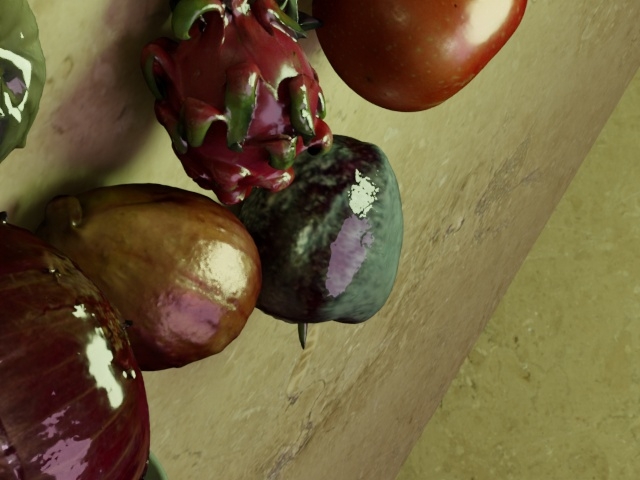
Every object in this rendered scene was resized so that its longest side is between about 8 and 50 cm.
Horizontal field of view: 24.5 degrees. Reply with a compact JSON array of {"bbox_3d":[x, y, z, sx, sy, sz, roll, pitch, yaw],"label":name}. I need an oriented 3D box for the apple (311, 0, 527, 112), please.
[{"bbox_3d":[0.116,-0.288,1.758,0.260,0.216,0.260,-44,-163,17],"label":"apple"}]

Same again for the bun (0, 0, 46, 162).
[{"bbox_3d":[-0.322,-0.133,1.146,0.273,0.168,0.273,-38,144,-34],"label":"bun"}]

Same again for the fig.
[{"bbox_3d":[-0.196,0.038,1.593,0.263,0.224,0.224,-2,124,-38],"label":"fig"}]

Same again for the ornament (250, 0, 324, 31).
[{"bbox_3d":[-0.021,-0.330,1.647,0.088,0.081,0.203,-25,141,-55],"label":"ornament"}]

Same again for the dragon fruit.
[{"bbox_3d":[-0.100,-0.175,1.567,0.198,0.273,0.218,-18,-167,37],"label":"dragon fruit"}]

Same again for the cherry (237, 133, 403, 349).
[{"bbox_3d":[0.000,0.000,1.956,0.255,0.218,0.296,-2,116,-57],"label":"cherry"}]

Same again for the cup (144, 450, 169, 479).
[{"bbox_3d":[-0.295,0.367,1.729,0.257,0.301,0.227,-59,180,23],"label":"cup"}]

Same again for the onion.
[{"bbox_3d":[-0.347,0.160,1.282,0.385,0.348,0.348,-30,147,-28],"label":"onion"}]
